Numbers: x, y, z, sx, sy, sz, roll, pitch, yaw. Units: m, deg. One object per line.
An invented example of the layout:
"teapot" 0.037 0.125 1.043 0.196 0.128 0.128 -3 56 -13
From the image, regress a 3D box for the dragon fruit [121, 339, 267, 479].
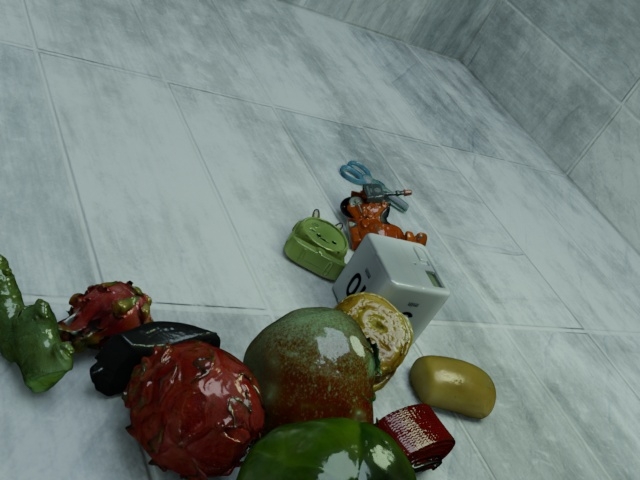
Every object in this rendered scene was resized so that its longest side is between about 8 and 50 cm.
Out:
"dragon fruit" -0.216 0.285 1.358 0.252 0.241 0.241 8 29 9

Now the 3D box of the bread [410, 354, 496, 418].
"bread" 0.323 0.341 1.898 0.217 0.098 0.147 17 30 -25

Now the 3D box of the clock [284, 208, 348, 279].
"clock" 0.000 0.000 2.124 0.170 0.069 0.232 27 30 -7

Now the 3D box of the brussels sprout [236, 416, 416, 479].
"brussels sprout" 0.026 0.443 1.292 0.355 0.281 0.289 45 40 -35

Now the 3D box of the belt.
"belt" 0.186 0.421 1.622 0.200 0.128 0.124 0 42 -44

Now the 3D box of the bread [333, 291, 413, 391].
"bread" 0.096 0.224 1.777 0.198 0.120 0.236 35 60 10

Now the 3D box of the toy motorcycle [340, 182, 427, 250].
"toy motorcycle" 0.184 -0.031 2.274 0.221 0.148 0.326 -3 47 -12

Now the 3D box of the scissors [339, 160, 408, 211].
"scissors" 0.181 -0.175 2.581 0.256 0.030 0.125 36 32 12

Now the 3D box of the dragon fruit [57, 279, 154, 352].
"dragon fruit" -0.412 0.147 1.485 0.207 0.150 0.133 -17 97 -46

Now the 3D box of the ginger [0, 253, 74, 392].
"ginger" -0.525 0.139 1.387 0.089 0.137 0.290 -18 48 -44

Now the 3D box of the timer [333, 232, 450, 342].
"timer" 0.174 0.123 1.979 0.194 0.195 0.192 12 35 -31

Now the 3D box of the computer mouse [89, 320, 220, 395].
"computer mouse" -0.314 0.208 1.467 0.264 0.147 0.088 -5 44 -48

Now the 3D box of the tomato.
"tomato" -0.027 0.278 1.522 0.238 0.304 0.304 1 39 -15
